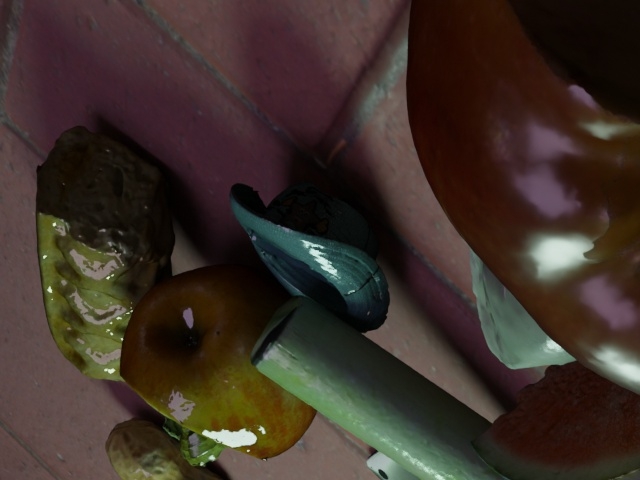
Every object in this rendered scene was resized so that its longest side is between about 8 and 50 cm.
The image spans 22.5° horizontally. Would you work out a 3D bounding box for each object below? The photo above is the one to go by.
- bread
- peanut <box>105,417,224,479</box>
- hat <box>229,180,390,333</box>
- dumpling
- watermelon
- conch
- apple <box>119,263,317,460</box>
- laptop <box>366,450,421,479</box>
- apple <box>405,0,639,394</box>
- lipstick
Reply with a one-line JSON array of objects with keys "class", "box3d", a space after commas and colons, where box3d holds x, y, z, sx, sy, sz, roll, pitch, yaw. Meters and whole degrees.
[{"class": "bread", "box3d": [-0.204, 0.028, 1.538, 0.268, 0.129, 0.152, 96, 160, -52]}, {"class": "peanut", "box3d": [-0.169, 0.264, 1.816, 0.174, 0.080, 0.080, 35, 147, 12]}, {"class": "hat", "box3d": [0.000, 0.000, 1.314, 0.138, 0.078, 0.191, 33, 166, 29]}, {"class": "dumpling", "box3d": [0.175, 0.008, 1.100, 0.108, 0.153, 0.219, 13, 147, -27]}, {"class": "watermelon", "box3d": [0.245, 0.166, 1.193, 0.231, 0.128, 0.146, -1, 143, 48]}, {"class": "conch", "box3d": [-0.138, 0.185, 1.683, 0.089, 0.074, 0.121, -1, 130, 38]}, {"class": "apple", "box3d": [-0.080, 0.105, 1.438, 0.195, 0.160, 0.173, 36, 169, 38]}, {"class": "laptop", "box3d": [0.167, 0.271, 1.474, 0.269, 0.015, 0.187, 45, 149, 2]}, {"class": "apple", "box3d": [0.207, -0.092, 0.694, 0.328, 0.365, 0.295, 1, 129, 36]}, {"class": "lipstick", "box3d": [0.082, 0.152, 1.325, 0.304, 0.076, 0.076, 33, 149, -5]}]
